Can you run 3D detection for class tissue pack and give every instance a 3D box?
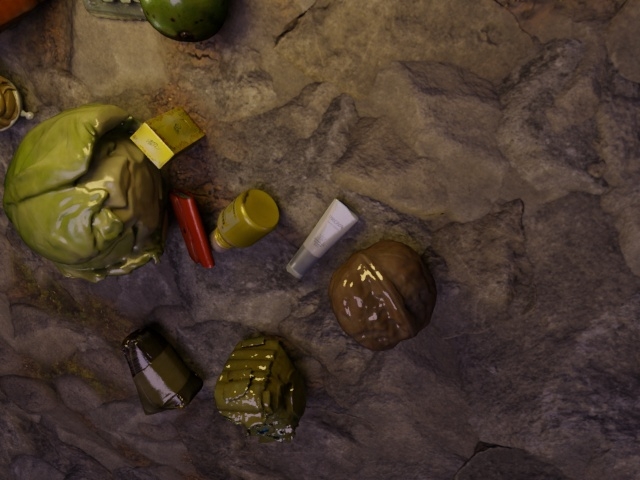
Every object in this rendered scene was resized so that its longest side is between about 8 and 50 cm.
[{"bbox_3d":[-0.358,-0.250,1.173,0.062,0.176,0.095,-35,104,25],"label":"tissue pack"}]

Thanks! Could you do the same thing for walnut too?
[{"bbox_3d":[0.154,0.130,1.213,0.273,0.227,0.273,5,120,8],"label":"walnut"}]

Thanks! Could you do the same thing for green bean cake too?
[{"bbox_3d":[-0.157,0.468,1.436,0.202,0.285,0.310,-8,116,13],"label":"green bean cake"}]

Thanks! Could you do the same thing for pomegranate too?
[{"bbox_3d":[-0.281,-0.532,1.022,0.187,0.187,0.225,2,88,13],"label":"pomegranate"}]

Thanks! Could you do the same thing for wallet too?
[{"bbox_3d":[-0.346,-0.033,1.321,0.142,0.045,0.204,24,132,53],"label":"wallet"}]

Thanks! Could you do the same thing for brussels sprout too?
[{"bbox_3d":[-0.583,-0.112,1.203,0.361,0.342,0.425,-2,105,9],"label":"brussels sprout"}]

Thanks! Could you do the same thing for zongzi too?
[{"bbox_3d":[-0.578,0.445,1.614,0.317,0.154,0.289,-30,99,31],"label":"zongzi"}]

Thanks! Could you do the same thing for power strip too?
[{"bbox_3d":[-0.458,-0.599,1.082,0.198,0.064,0.213,6,117,9],"label":"power strip"}]

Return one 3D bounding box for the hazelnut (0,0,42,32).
[{"bbox_3d":[-0.761,-0.584,1.006,0.315,0.372,0.372,37,122,18],"label":"hazelnut"}]

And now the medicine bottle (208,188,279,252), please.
[{"bbox_3d":[-0.213,-0.037,1.280,0.122,0.122,0.212,48,132,-12],"label":"medicine bottle"}]

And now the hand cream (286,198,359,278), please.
[{"bbox_3d":[0.000,0.000,1.286,0.079,0.048,0.255,37,119,-5],"label":"hand cream"}]

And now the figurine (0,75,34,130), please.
[{"bbox_3d":[-0.899,-0.370,1.281,0.274,0.133,0.193,3,94,19],"label":"figurine"}]
